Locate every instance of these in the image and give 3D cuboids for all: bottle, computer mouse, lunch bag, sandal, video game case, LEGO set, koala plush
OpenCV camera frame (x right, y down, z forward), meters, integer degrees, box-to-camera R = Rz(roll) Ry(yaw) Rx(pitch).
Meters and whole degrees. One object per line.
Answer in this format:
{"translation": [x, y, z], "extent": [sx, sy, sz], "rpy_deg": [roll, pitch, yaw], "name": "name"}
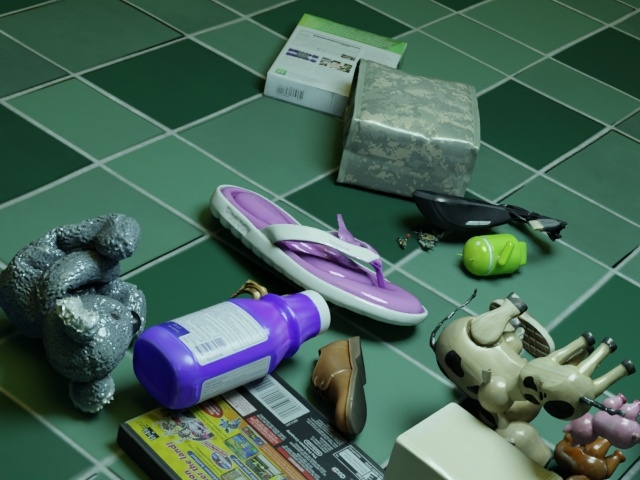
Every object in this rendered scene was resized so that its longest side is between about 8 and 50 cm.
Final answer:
{"translation": [-0.111, 0.135, 1.729], "extent": [0.283, 0.092, 0.118], "rpy_deg": [-19, 43, -40], "name": "bottle"}
{"translation": [0.288, -0.031, 2.173], "extent": [0.262, 0.060, 0.184], "rpy_deg": [7, 9, -37], "name": "computer mouse"}
{"translation": [0.161, -0.211, 2.339], "extent": [0.235, 0.169, 0.287], "rpy_deg": [12, 38, -2], "name": "lunch bag"}
{"translation": [-0.008, 0.002, 1.989], "extent": [0.416, 0.102, 0.169], "rpy_deg": [31, 20, 25], "name": "sandal"}
{"translation": [-0.080, 0.283, 1.640], "extent": [0.248, 0.035, 0.275], "rpy_deg": [-20, 47, -41], "name": "video game case"}
{"translation": [0.171, 0.002, 2.165], "extent": [0.083, 0.023, 0.054], "rpy_deg": [-2, 32, 0], "name": "LEGO set"}
{"translation": [-0.317, 0.106, 1.693], "extent": [0.203, 0.196, 0.221], "rpy_deg": [-10, 39, -13], "name": "koala plush"}

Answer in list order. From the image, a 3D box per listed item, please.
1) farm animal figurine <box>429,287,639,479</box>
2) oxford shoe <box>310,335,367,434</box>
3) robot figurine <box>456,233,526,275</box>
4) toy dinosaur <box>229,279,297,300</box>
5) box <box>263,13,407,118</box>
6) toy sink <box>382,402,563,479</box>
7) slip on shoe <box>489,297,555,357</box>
{"translation": [0.260, 0.206, 1.663], "extent": [0.172, 0.330, 0.327], "rpy_deg": [-35, 54, -13], "name": "farm animal figurine"}
{"translation": [0.025, 0.205, 1.767], "extent": [0.076, 0.076, 0.212], "rpy_deg": [-8, 22, 3], "name": "oxford shoe"}
{"translation": [0.285, 0.024, 2.127], "extent": [0.115, 0.067, 0.101], "rpy_deg": [-4, 10, -25], "name": "robot figurine"}
{"translation": [-0.074, 0.104, 1.903], "extent": [0.112, 0.064, 0.211], "rpy_deg": [47, 39, 0], "name": "toy dinosaur"}
{"translation": [0.036, -0.349, 2.598], "extent": [0.232, 0.058, 0.322], "rpy_deg": [17, 35, 5], "name": "box"}
{"translation": [0.198, 0.335, 1.559], "extent": [0.234, 0.152, 0.131], "rpy_deg": [34, 38, 29], "name": "toy sink"}
{"translation": [0.321, 0.133, 1.999], "extent": [0.041, 0.051, 0.135], "rpy_deg": [-16, 36, -34], "name": "slip on shoe"}
